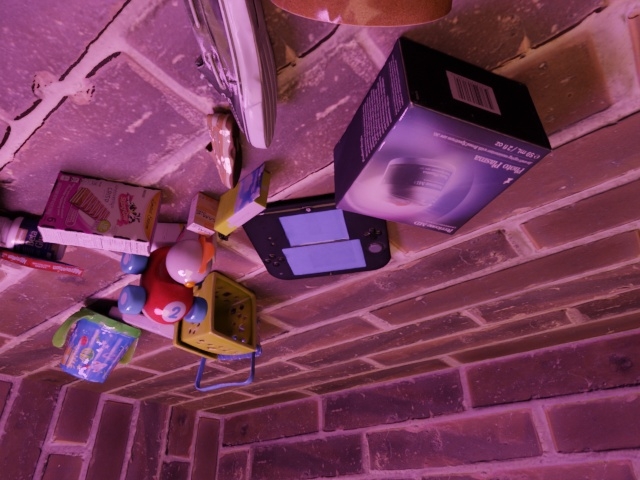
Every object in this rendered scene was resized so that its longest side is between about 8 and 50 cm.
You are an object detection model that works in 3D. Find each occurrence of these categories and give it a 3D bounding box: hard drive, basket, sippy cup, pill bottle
[{"bbox_3d":[-0.601,0.326,1.592,0.352,0.047,0.233,4,156,39],"label":"hard drive"},{"bbox_3d":[-0.358,0.424,1.652,0.254,0.289,0.201,-15,144,19],"label":"basket"},{"bbox_3d":[-0.826,0.391,1.579,0.305,0.224,0.240,33,159,-27],"label":"sippy cup"},{"bbox_3d":[-0.777,-0.010,1.148,0.169,0.094,0.094,17,143,-26],"label":"pill bottle"}]

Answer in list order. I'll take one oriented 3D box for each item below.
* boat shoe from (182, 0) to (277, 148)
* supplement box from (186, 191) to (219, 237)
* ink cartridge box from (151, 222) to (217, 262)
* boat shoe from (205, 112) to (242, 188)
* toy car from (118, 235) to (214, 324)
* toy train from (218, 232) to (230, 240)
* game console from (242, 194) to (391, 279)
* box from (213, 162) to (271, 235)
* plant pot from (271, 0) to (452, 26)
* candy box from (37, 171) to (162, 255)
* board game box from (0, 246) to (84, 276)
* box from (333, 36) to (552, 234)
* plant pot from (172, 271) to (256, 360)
[{"bbox_3d":[-0.148,-0.306,0.714,0.118,0.121,0.335,3,137,8],"label":"boat shoe"},{"bbox_3d":[-0.294,-0.065,1.074,0.062,0.099,0.036,26,139,-36],"label":"supplement box"},{"bbox_3d":[-0.400,0.008,1.213,0.197,0.067,0.115,2,147,-8],"label":"ink cartridge box"},{"bbox_3d":[-0.212,-0.194,0.922,0.072,0.068,0.190,12,137,2],"label":"boat shoe"},{"bbox_3d":[-0.348,0.086,1.079,0.237,0.211,0.219,-28,148,34],"label":"toy car"},{"bbox_3d":[-0.265,-0.048,1.170,0.036,0.027,0.158,15,146,-4],"label":"toy train"},{"bbox_3d":[0.000,0.000,1.222,0.385,0.060,0.342,-8,147,9],"label":"game console"},{"bbox_3d":[-0.181,-0.097,1.018,0.178,0.109,0.042,-28,135,35],"label":"box"},{"bbox_3d":[0.058,-0.406,0.471,0.236,0.237,0.255,1,133,-4],"label":"plant pot"},{"bbox_3d":[-0.513,-0.062,1.017,0.233,0.159,0.071,9,147,-17],"label":"candy box"},{"bbox_3d":[-0.803,0.051,1.172,0.281,0.027,0.145,10,172,27],"label":"board game box"},{"bbox_3d":[0.216,-0.177,0.845,0.296,0.183,0.294,11,146,-18],"label":"box"},{"bbox_3d":[-0.366,0.274,1.461,0.207,0.227,0.228,-25,141,23],"label":"plant pot"}]
